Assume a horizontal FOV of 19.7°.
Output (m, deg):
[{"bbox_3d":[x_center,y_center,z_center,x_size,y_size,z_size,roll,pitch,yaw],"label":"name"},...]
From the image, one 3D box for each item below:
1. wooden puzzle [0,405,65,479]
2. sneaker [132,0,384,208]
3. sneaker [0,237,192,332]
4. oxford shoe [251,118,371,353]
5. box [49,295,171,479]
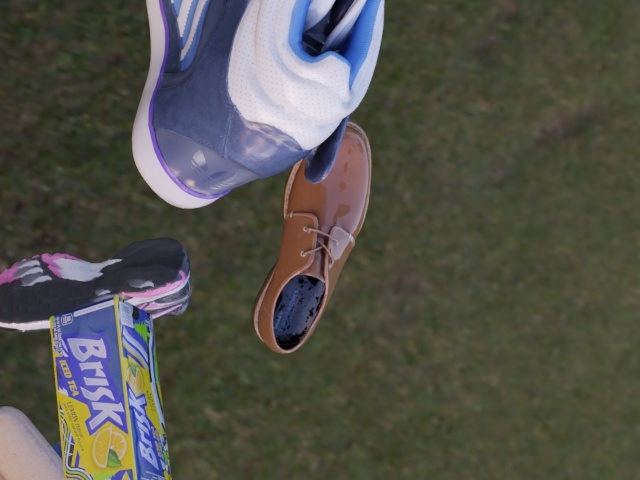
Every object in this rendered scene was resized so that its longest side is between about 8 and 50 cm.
[{"bbox_3d":[-0.167,0.328,1.595,0.080,0.322,0.348,-32,151,-24],"label":"wooden puzzle"},{"bbox_3d":[-0.025,-0.191,1.400,0.130,0.236,0.323,31,48,-30],"label":"sneaker"},{"bbox_3d":[-0.192,0.056,1.568,0.077,0.178,0.072,74,11,-52],"label":"sneaker"},{"bbox_3d":[0.000,0.000,1.586,0.076,0.076,0.212,14,98,-11],"label":"oxford shoe"},{"bbox_3d":[-0.146,0.129,1.291,0.054,0.059,0.169,37,40,-59],"label":"box"}]
